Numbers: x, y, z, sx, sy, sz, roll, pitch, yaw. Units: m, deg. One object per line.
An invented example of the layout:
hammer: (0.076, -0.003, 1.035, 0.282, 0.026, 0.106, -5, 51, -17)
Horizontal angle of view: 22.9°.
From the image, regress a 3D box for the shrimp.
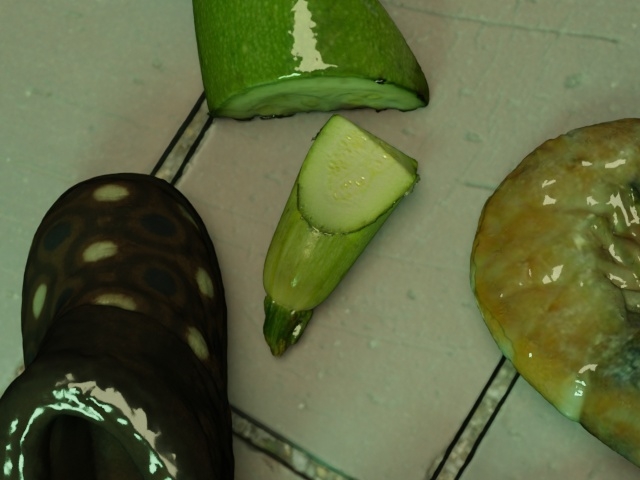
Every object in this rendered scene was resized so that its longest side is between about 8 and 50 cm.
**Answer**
shrimp: (0.310, 0.075, 1.185, 0.272, 0.085, 0.445, -40, 63, -4)

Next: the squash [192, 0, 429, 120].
squash: (-0.019, -0.252, 1.313, 0.203, 0.111, 0.288, -3, 75, 5)

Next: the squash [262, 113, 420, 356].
squash: (0.001, -0.001, 1.265, 0.090, 0.075, 0.200, 29, 83, -13)

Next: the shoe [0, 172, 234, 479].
shoe: (-0.155, 0.116, 1.174, 0.171, 0.237, 0.383, -8, 76, 6)
